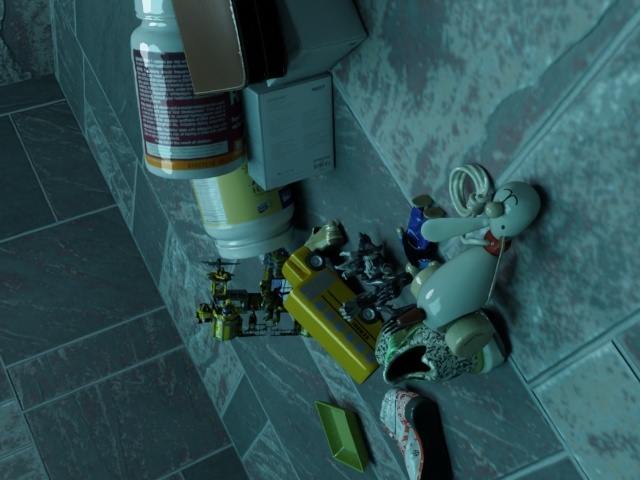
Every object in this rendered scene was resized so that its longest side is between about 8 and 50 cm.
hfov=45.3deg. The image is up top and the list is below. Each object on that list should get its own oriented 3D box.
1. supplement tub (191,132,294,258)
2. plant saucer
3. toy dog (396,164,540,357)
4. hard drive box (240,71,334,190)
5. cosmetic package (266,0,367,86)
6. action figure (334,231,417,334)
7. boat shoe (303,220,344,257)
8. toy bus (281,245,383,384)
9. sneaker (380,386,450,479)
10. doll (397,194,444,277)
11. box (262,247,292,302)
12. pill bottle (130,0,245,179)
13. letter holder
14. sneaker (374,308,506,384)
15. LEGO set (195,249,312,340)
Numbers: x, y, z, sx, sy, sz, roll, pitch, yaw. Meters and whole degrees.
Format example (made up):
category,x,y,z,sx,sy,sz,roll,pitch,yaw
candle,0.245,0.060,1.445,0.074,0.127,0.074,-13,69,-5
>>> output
category,x,y,z,sx,sy,sz,roll,pitch,yaw
supplement tub,-0.202,-0.142,1.954,0.241,0.241,0.331,17,124,60
plant saucer,0.068,0.544,2.174,0.188,0.045,0.188,-4,106,65
toy dog,0.224,0.048,1.270,0.220,0.161,0.333,34,126,48
hard drive box,-0.069,-0.248,1.676,0.089,0.181,0.232,43,144,46
cosmetic package,-0.072,-0.515,1.507,0.197,0.155,0.365,-26,84,62
action figure,0.098,0.084,1.607,0.275,0.141,0.164,-134,28,-66
boat shoe,0.000,0.000,1.883,0.190,0.068,0.072,-31,68,56
toy bus,0.029,0.173,1.822,0.333,0.130,0.108,45,151,12
sneaker,0.214,0.468,1.773,0.145,0.090,0.269,16,119,61
doll,0.195,0.007,1.501,0.129,0.046,0.189,51,150,35
box,-0.092,0.119,2.176,0.225,0.037,0.136,53,150,27
pill bottle,-0.280,-0.346,1.633,0.224,0.224,0.391,34,132,51
letter holder,-0.154,-0.431,1.389,0.214,0.152,0.301,8,115,55
sneaker,0.180,0.222,1.534,0.158,0.182,0.410,67,155,4
LEGO set,-0.146,0.120,1.952,0.255,0.332,0.192,-115,29,-69
